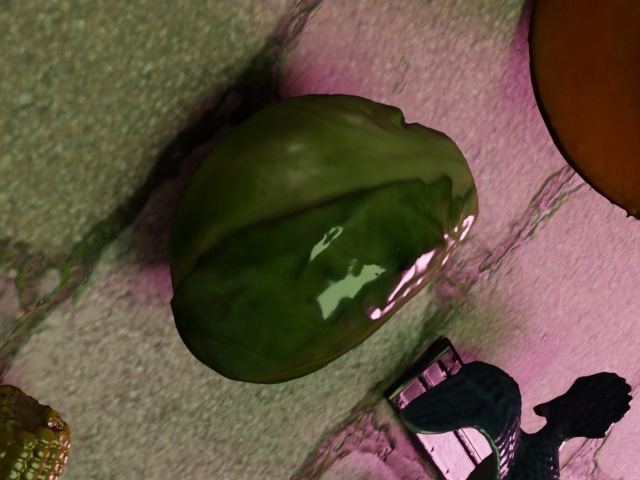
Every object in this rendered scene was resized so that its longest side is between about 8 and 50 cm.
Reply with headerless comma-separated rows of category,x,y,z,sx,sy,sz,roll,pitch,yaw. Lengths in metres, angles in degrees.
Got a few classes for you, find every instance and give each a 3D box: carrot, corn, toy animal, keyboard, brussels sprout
carrot,0.283,-0.086,1.114,0.331,0.193,0.214,0,85,-53
corn,-0.199,0.168,0.928,0.068,0.068,0.207,11,113,-52
toy animal,0.137,0.175,1.230,0.176,0.255,0.239,-31,108,19
keyboard,0.099,0.136,1.283,0.063,0.010,0.198,-43,145,-7
brussels sprout,-0.003,-0.003,0.931,0.183,0.131,0.145,-42,151,-4
